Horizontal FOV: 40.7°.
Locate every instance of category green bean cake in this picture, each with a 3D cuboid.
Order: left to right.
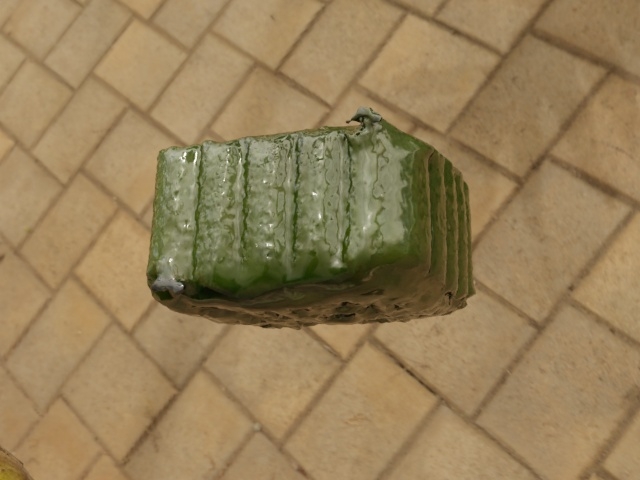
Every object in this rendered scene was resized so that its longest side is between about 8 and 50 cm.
[{"bbox_3d":[0.000,0.000,0.782,0.250,0.247,0.156,-3,79,21],"label":"green bean cake"}]

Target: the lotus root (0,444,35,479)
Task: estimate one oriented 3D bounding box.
[{"bbox_3d":[-0.324,0.250,0.715,0.291,0.193,0.193,-24,57,49],"label":"lotus root"}]
